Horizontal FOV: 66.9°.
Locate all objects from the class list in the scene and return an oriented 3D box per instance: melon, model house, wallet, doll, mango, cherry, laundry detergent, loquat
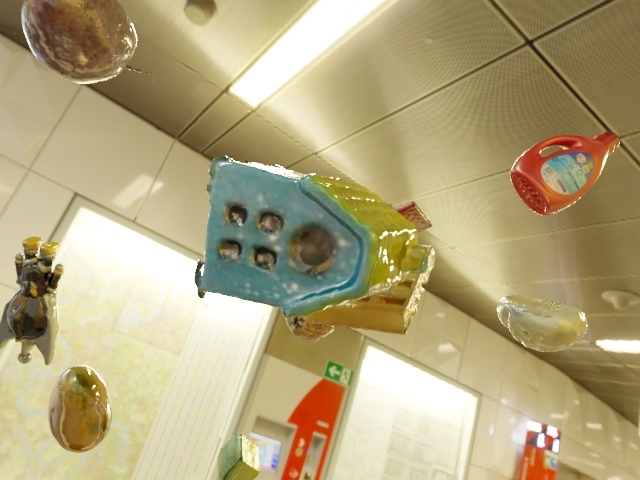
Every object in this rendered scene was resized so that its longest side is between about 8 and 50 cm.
[{"bbox_3d":[-0.149,0.497,0.996,0.117,0.064,0.210,-30,-62,7],"label":"melon"},{"bbox_3d":[0.000,0.000,0.728,0.302,0.216,0.237,9,6,23],"label":"model house"},{"bbox_3d":[0.097,-0.009,0.883,0.196,0.020,0.103,-24,-26,22],"label":"wallet"},{"bbox_3d":[-0.706,0.151,1.185,0.145,0.317,0.103,10,11,-16],"label":"doll"},{"bbox_3d":[-0.367,0.252,0.742,0.089,0.163,0.111,-11,34,-37],"label":"mango"},{"bbox_3d":[-0.511,-0.439,1.033,0.213,0.184,0.266,-22,-25,1],"label":"cherry"},{"bbox_3d":[0.355,-0.111,0.693,0.097,0.165,0.049,55,-12,5],"label":"laundry detergent"},{"bbox_3d":[-0.030,0.218,1.335,0.137,0.137,0.113,28,-59,-22],"label":"loquat"}]

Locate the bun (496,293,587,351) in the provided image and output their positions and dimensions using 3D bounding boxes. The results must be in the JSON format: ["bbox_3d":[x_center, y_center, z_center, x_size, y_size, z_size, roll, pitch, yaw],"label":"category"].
[{"bbox_3d":[0.456,0.178,1.018,0.183,0.102,0.183,9,5,-1],"label":"bun"}]

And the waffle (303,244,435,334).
[{"bbox_3d":[0.104,0.086,1.013,0.220,0.248,0.055,3,-55,27],"label":"waffle"}]
